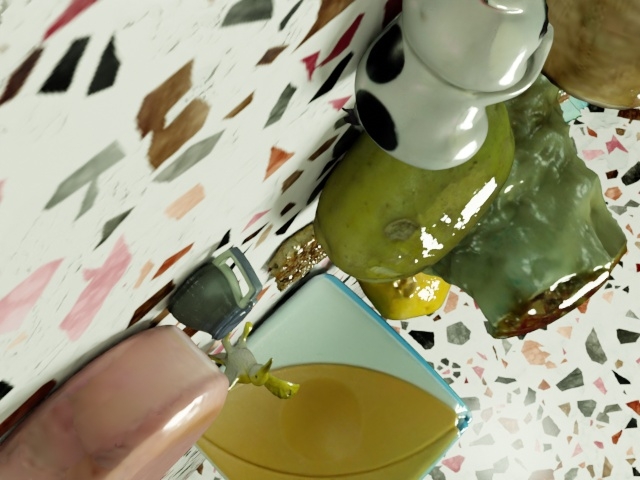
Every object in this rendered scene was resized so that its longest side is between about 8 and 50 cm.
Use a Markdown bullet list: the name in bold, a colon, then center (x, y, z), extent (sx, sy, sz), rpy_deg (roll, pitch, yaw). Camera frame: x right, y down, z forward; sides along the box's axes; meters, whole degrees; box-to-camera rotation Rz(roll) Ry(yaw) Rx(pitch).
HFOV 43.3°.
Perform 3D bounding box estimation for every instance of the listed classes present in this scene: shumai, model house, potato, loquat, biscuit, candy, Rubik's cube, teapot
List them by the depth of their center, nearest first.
- **teapot**: center (-0.087, 0.048, 0.704), extent (0.088, 0.057, 0.066), rpy_deg (-49, 172, 23)
- **candy**: center (-0.192, 0.186, 0.715), extent (0.255, 0.094, 0.255), rpy_deg (-45, 172, -8)
- **potato**: center (0.092, -0.056, 0.804), extent (0.228, 0.148, 0.197), rpy_deg (-49, -174, 3)
- **biscuit**: center (-0.008, 0.009, 1.029), extent (0.131, 0.026, 0.237), rpy_deg (-53, 170, 34)
- **shumai**: center (0.273, -0.034, 1.187), extent (0.397, 0.323, 0.324), rpy_deg (-40, 170, -12)
- **Rubik's cube**: center (0.015, 0.286, 1.363), extent (0.352, 0.347, 0.351), rpy_deg (-46, 172, 0)
- **loquat**: center (0.142, 0.044, 1.412), extent (0.176, 0.187, 0.234), rpy_deg (-16, -176, 7)
- **model house**: center (0.464, -0.308, 1.667), extent (0.148, 0.120, 0.148), rpy_deg (-25, 155, 22)

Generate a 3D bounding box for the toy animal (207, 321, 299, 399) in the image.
- **toy animal**: center (-0.104, 0.155, 1.039), extent (0.219, 0.095, 0.155), rpy_deg (-3, 148, -30)

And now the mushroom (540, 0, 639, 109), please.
- **mushroom**: center (0.333, -0.321, 0.639), extent (0.313, 0.224, 0.397), rpy_deg (-29, 161, -12)

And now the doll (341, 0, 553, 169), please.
- **doll**: center (0.090, -0.131, 0.555), extent (0.106, 0.110, 0.181), rpy_deg (2, 150, -22)
